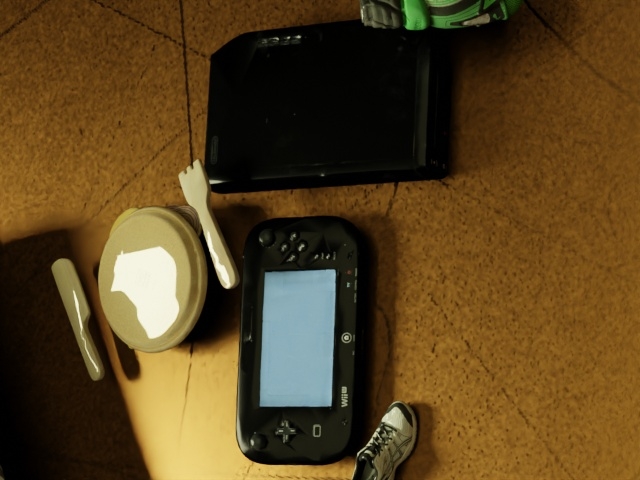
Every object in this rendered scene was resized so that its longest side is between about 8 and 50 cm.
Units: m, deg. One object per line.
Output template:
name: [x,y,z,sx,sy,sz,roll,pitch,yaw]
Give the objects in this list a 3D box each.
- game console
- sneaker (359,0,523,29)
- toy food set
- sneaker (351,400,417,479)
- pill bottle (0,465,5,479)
game console: [0.000,0.000,1.591,0.213,0.044,0.361,-4,79,30]
sneaker: [0.116,-0.321,1.557,0.146,0.134,0.344,7,76,0]
toy food set: [-0.137,0.029,1.661,0.192,0.038,0.132,-33,68,33]
sneaker: [0.048,0.164,1.533,0.032,0.037,0.083,19,89,34]
pill bottle: [-0.387,0.185,1.688,0.210,0.210,0.363,-32,66,22]
